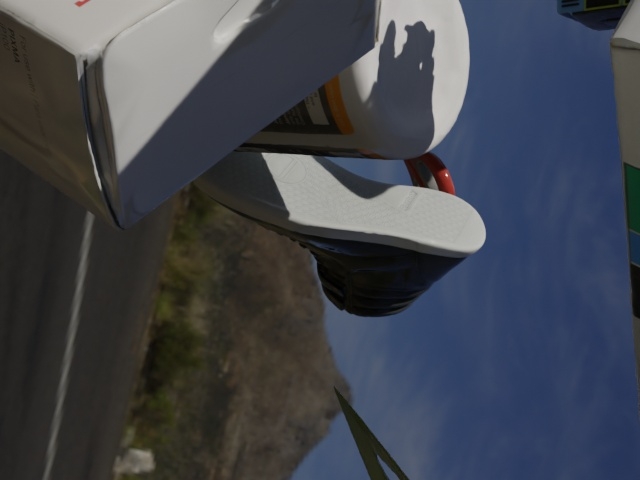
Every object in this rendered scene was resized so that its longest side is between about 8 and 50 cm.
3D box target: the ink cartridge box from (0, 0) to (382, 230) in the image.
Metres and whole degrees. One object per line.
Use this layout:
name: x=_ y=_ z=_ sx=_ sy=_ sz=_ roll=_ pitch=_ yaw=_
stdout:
ink cartridge box: x=-0.134 y=-0.158 z=0.591 sx=0.207 sy=0.283 sz=0.117 roll=-40 pitch=149 yaw=-31

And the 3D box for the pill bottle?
pill bottle: x=-0.028 y=-0.153 z=0.943 sx=0.279 sy=0.162 sz=0.162 roll=7 pitch=-102 yaw=39

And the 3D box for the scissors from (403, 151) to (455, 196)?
scissors: x=0.083 y=-0.118 z=1.222 sx=0.109 sy=0.021 sz=0.297 roll=74 pitch=-11 yaw=-51

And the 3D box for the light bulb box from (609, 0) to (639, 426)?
light bulb box: x=0.298 y=-0.064 z=0.454 sx=0.357 sy=0.225 sz=0.361 roll=-58 pitch=150 yaw=-20

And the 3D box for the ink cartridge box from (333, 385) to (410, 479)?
ink cartridge box: x=0.041 y=0.258 z=0.771 sx=0.189 sy=0.097 sz=0.255 roll=47 pitch=-21 yaw=55

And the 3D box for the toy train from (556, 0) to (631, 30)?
toy train: x=0.248 y=-0.203 z=0.751 sx=0.184 sy=0.080 sz=0.105 roll=1 pitch=-89 yaw=40

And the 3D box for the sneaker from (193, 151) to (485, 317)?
sneaker: x=0.000 y=0.000 z=1.090 sx=0.147 sy=0.296 sz=0.104 roll=121 pitch=-24 yaw=-43
